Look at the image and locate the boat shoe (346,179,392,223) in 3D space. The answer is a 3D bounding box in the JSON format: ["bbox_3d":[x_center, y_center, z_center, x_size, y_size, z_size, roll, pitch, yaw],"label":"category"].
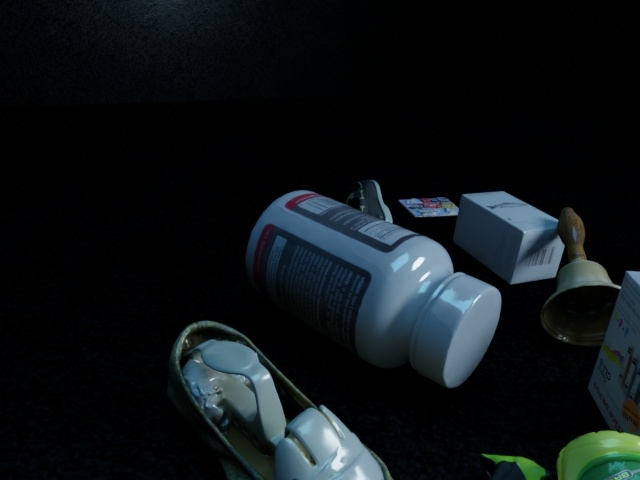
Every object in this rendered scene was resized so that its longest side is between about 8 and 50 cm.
[{"bbox_3d":[0.089,-0.069,1.052,0.069,0.081,0.227,4,28,-10],"label":"boat shoe"}]

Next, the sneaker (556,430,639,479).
[{"bbox_3d":[0.349,0.259,0.418,0.296,0.109,0.123,12,50,12],"label":"sneaker"}]

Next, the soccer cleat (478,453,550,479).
[{"bbox_3d":[0.157,0.253,0.433,0.072,0.060,0.179,4,18,22],"label":"soccer cleat"}]

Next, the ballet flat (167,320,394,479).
[{"bbox_3d":[-0.038,0.182,0.476,0.123,0.123,0.349,-19,34,-39],"label":"ballet flat"}]

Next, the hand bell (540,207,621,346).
[{"bbox_3d":[0.394,0.026,0.774,0.126,0.126,0.242,9,43,10],"label":"hand bell"}]

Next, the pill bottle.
[{"bbox_3d":[0.062,0.058,0.676,0.319,0.176,0.176,26,33,37],"label":"pill bottle"}]

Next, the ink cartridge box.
[{"bbox_3d":[0.398,0.143,0.553,0.127,0.176,0.128,4,25,5],"label":"ink cartridge box"}]

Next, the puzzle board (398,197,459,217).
[{"bbox_3d":[0.258,-0.079,1.178,0.128,0.011,0.096,-4,27,-15],"label":"puzzle board"}]

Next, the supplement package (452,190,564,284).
[{"bbox_3d":[0.346,-0.011,0.942,0.105,0.105,0.179,-7,27,-20],"label":"supplement package"}]
